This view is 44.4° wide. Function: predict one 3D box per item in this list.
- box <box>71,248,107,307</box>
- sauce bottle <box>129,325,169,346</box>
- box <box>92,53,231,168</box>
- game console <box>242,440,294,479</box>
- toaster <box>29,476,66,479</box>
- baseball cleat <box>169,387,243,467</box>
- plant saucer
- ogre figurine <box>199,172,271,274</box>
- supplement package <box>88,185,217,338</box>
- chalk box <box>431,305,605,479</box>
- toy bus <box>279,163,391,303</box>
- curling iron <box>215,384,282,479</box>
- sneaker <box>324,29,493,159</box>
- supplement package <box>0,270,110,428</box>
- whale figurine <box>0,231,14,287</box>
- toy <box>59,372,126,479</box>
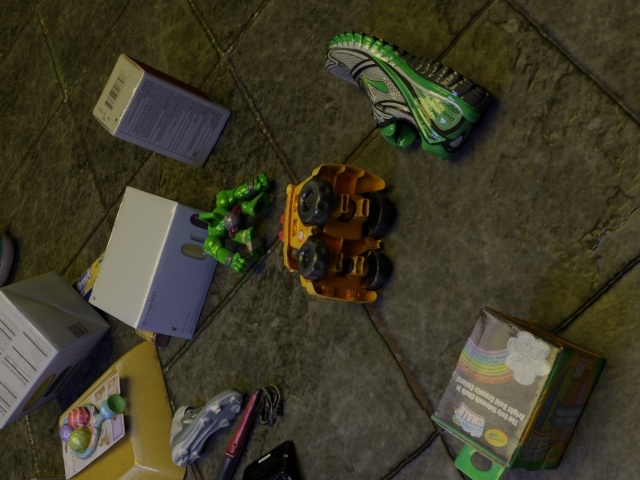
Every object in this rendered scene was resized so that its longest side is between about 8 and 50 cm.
[{"bbox_3d":[-0.523,0.094,1.850,0.169,0.054,0.059,-41,52,28],"label":"box"},{"bbox_3d":[-0.374,0.193,1.684,0.128,0.042,0.042,15,87,46],"label":"sauce bottle"},{"bbox_3d":[-0.335,-0.272,1.664,0.127,0.232,0.149,40,104,44],"label":"box"},{"bbox_3d":[-0.076,0.423,1.345,0.122,0.071,0.107,-38,23,28],"label":"game console"},{"bbox_3d":[-0.608,0.614,1.721,0.168,0.110,0.186,-37,54,28],"label":"toaster"},{"bbox_3d":[-0.227,0.331,1.479,0.206,0.072,0.109,-49,42,16],"label":"baseball cleat"},{"bbox_3d":[-0.442,0.422,1.647,0.332,0.081,0.333,-42,51,25],"label":"plant saucer"},{"bbox_3d":[-0.166,-0.035,1.525,0.118,0.096,0.197,3,90,32],"label":"ogre figurine"},{"bbox_3d":[-0.335,0.043,1.623,0.204,0.145,0.262,17,89,45],"label":"supplement package"},{"bbox_3d":[0.248,0.216,1.020,0.132,0.132,0.213,29,98,44],"label":"chalk box"},{"bbox_3d":[0.000,0.000,1.331,0.211,0.149,0.221,-14,69,54],"label":"toy bus"},{"bbox_3d":[-0.146,0.379,1.409,0.068,0.035,0.274,39,104,44],"label":"curling iron"},{"bbox_3d":[0.113,-0.246,1.298,0.343,0.134,0.146,38,104,43],"label":"sneaker"},{"bbox_3d":[-0.664,0.243,1.787,0.198,0.199,0.263,44,111,7],"label":"supplement package"},{"bbox_3d":[-0.994,0.047,2.254,0.272,0.141,0.216,13,86,46],"label":"whale figurine"},{"bbox_3d":[-0.487,0.381,1.607,0.237,0.056,0.137,-37,52,30],"label":"toy"}]
